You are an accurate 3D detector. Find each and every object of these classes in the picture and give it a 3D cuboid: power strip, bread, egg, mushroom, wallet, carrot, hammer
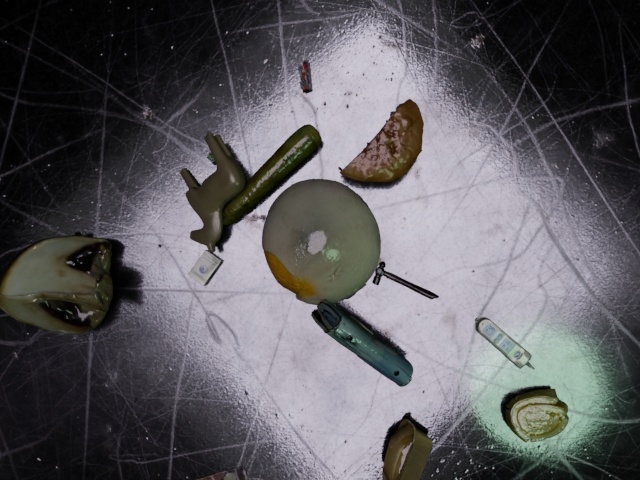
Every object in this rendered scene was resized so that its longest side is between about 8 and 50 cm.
[{"bbox_3d":[0.474,0.266,1.724,0.191,0.030,0.047,41,92,5],"label":"power strip"},{"bbox_3d":[0.547,0.440,1.697,0.156,0.064,0.117,-13,92,3],"label":"bread"},{"bbox_3d":[0.000,0.000,1.684,0.337,0.201,0.336,0,89,2],"label":"egg"},{"bbox_3d":[-0.653,0.112,1.771,0.292,0.212,0.217,-7,43,15],"label":"mushroom"},{"bbox_3d":[0.099,0.249,1.647,0.250,0.176,0.075,38,90,-22],"label":"wallet"},{"bbox_3d":[-0.139,-0.166,1.762,0.358,0.074,0.074,-43,86,4],"label":"carrot"},{"bbox_3d":[0.178,-0.224,1.713,0.260,0.129,0.134,-44,87,4],"label":"bread"},{"bbox_3d":[0.223,0.117,1.754,0.178,0.021,0.065,25,91,2],"label":"hammer"}]

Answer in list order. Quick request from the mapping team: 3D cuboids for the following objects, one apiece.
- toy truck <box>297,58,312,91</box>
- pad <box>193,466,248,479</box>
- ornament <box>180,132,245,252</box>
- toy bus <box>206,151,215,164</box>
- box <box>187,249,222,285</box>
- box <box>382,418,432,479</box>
[{"bbox_3d":[-0.041,-0.438,1.785,0.032,0.024,0.083,-9,89,-18],"label":"toy truck"},{"bbox_3d":[-0.241,0.728,1.775,0.158,0.003,0.234,-17,87,3],"label":"pad"},{"bbox_3d":[-0.286,-0.114,1.745,0.230,0.061,0.244,-39,73,24],"label":"ornament"},{"bbox_3d":[-0.261,-0.208,1.791,0.083,0.031,0.037,34,84,4],"label":"toy bus"},{"bbox_3d":[-0.306,0.073,1.789,0.054,0.024,0.083,36,90,2],"label":"box"},{"bbox_3d":[0.211,0.545,1.700,0.111,0.111,0.177,19,89,4],"label":"box"}]
